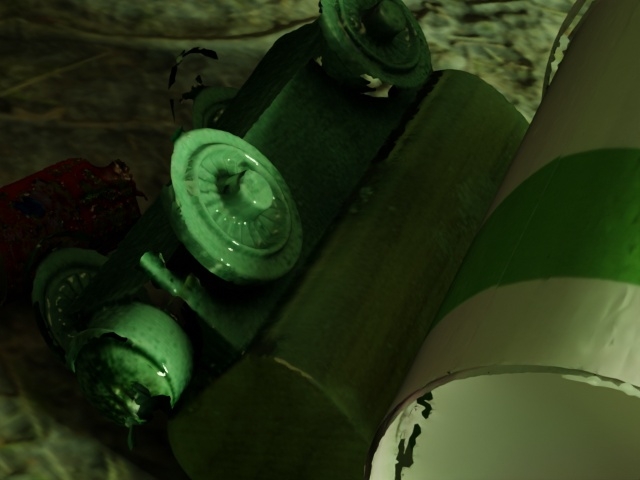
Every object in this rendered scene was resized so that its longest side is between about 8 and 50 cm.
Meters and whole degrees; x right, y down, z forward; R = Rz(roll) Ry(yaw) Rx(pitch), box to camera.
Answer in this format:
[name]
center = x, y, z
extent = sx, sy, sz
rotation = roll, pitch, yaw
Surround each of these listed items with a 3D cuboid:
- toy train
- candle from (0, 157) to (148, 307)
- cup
[toy train]
center = -0.004, 0.005, 0.817
extent = 0.189, 0.126, 0.307
rotation = 52, 36, -14
[candle]
center = -0.130, -0.003, 0.827
extent = 0.052, 0.052, 0.130
rotation = 35, 41, 27
[cup]
center = 0.155, 0.039, 0.722
extent = 0.253, 0.253, 0.274
rotation = 26, 46, 16
